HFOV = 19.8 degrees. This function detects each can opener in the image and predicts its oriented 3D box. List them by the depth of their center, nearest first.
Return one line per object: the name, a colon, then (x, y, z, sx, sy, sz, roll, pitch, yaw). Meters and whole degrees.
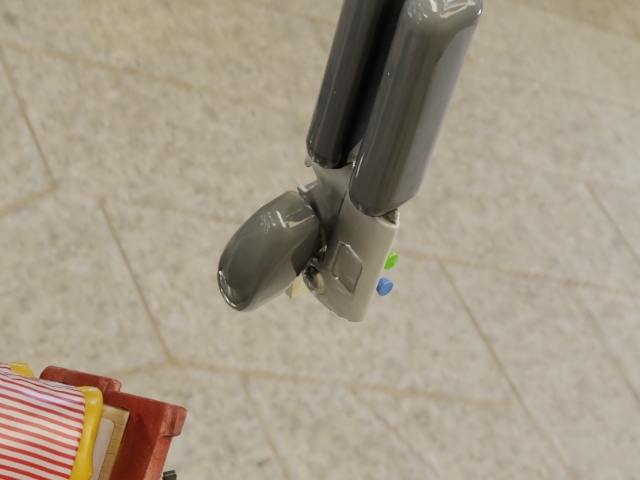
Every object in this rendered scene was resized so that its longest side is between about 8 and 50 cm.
can opener: (0.015, -0.043, 0.986, 0.093, 0.074, 0.280, -30, -24, -34)

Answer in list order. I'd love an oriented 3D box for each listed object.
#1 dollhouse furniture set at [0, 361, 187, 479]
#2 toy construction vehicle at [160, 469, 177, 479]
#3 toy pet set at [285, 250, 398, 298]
dollhouse furniture set: (-0.240, 0.237, 1.048, 0.201, 0.152, 0.374, 17, -93, -38)
toy construction vehicle: (-0.142, 0.274, 1.836, 0.035, 0.086, 0.098, -14, -65, -13)
toy pet set: (0.000, 0.000, 1.424, 0.114, 0.065, 0.122, -25, -37, -29)
